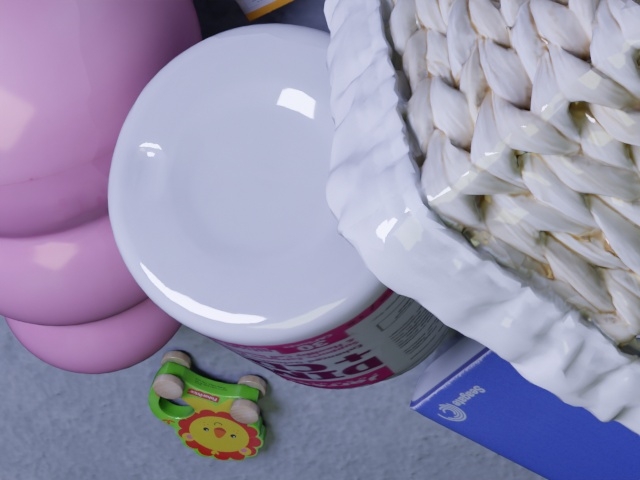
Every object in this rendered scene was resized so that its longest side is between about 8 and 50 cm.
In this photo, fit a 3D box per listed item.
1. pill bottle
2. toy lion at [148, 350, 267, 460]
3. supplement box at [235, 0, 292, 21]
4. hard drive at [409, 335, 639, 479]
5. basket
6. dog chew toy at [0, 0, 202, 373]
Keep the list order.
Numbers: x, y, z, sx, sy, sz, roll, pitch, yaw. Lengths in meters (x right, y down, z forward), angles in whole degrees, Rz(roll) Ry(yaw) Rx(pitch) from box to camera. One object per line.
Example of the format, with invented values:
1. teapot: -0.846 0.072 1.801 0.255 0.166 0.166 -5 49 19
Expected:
1. pill bottle: 0.000 0.000 0.748 0.160 0.160 0.283 -4 166 12
2. toy lion: -0.089 0.138 1.031 0.100 0.034 0.096 19 136 -7
3. supplement box: -0.039 -0.186 0.761 0.062 0.036 0.098 -20 123 23
4. hard drive: 0.244 0.146 0.916 0.319 0.040 0.210 28 150 -6
5. basket: 0.202 -0.094 0.593 0.328 0.331 0.266 32 125 -27
6. dog chew toy: -0.160 -0.043 0.796 0.207 0.206 0.332 0 135 9
